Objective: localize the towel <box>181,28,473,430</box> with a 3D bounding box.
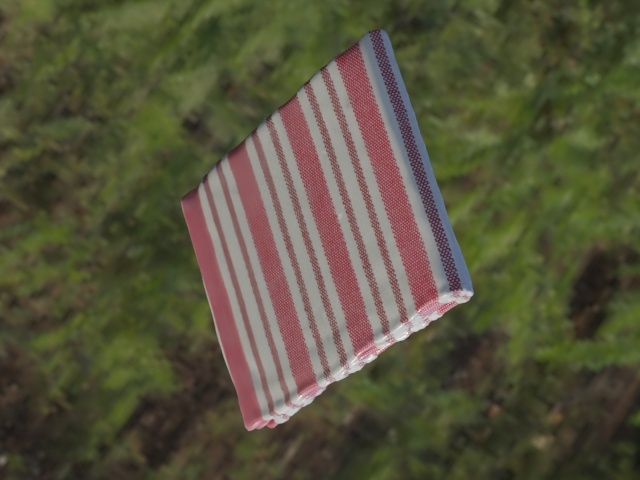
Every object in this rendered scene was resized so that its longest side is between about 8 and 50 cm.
[{"bbox_3d":[0.000,0.000,0.917,0.029,0.144,0.197,-3,157,-38],"label":"towel"}]
